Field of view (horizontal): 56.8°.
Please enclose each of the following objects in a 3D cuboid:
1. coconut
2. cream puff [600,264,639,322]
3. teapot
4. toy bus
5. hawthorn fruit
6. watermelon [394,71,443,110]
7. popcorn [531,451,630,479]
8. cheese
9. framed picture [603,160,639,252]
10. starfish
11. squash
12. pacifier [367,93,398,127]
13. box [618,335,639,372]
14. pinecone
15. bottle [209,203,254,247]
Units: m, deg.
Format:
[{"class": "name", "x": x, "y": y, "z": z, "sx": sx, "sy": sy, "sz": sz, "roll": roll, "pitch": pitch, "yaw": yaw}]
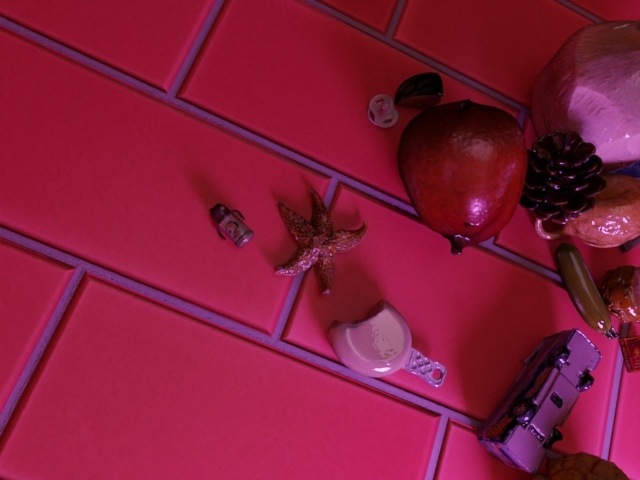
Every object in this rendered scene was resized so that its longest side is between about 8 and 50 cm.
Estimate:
[{"class": "coconut", "x": 0.697, "y": -0.343, "z": 1.396, "sx": 0.346, "sy": 0.360, "sz": 0.347, "roll": 4, "pitch": 75, "yaw": -14}, {"class": "cream puff", "x": 0.728, "y": 0.127, "z": 1.411, "sx": 0.126, "sy": 0.103, "sz": 0.144, "roll": 22, "pitch": 69, "yaw": -24}, {"class": "teapot", "x": 0.667, "y": -0.053, "z": 1.421, "sx": 0.311, "sy": 0.203, "sz": 0.167, "roll": -12, "pitch": 121, "yaw": 1}, {"class": "toy bus", "x": 0.466, "y": 0.332, "z": 1.260, "sx": 0.112, "sy": 0.138, "sz": 0.317, "roll": 47, "pitch": 66, "yaw": -5}, {"class": "hawthorn fruit", "x": 0.311, "y": -0.151, "z": 1.277, "sx": 0.295, "sy": 0.295, "sz": 0.312, "roll": -29, "pitch": 110, "yaw": -22}, {"class": "watermelon", "x": 0.257, "y": -0.358, "z": 1.432, "sx": 0.094, "sy": 0.125, "sz": 0.135, "roll": 57, "pitch": 44, "yaw": -27}, {"class": "popcorn", "x": 0.514, "y": 0.558, "z": 1.166, "sx": 0.270, "sy": 0.224, "sz": 0.258, "roll": -7, "pitch": 93, "yaw": -27}, {"class": "cheese", "x": 0.137, "y": 0.238, "z": 1.221, "sx": 0.163, "sy": 0.071, "sz": 0.249, "roll": -40, "pitch": 90, "yaw": -22}, {"class": "framed picture", "x": 0.848, "y": -0.133, "z": 1.562, "sx": 0.314, "sy": 0.024, "sz": 0.232, "roll": -26, "pitch": 85, "yaw": -20}, {"class": "starfish", "x": 0.000, "y": -0.001, "z": 1.263, "sx": 0.240, "sy": 0.043, "sz": 0.227, "roll": -21, "pitch": 82, "yaw": -23}, {"class": "squash", "x": 0.621, "y": 0.123, "z": 1.398, "sx": 0.066, "sy": 0.066, "sz": 0.252, "roll": -21, "pitch": 82, "yaw": -21}, {"class": "pacifier", "x": 0.144, "y": -0.305, "z": 1.379, "sx": 0.068, "sy": 0.064, "sz": 0.083, "roll": -19, "pitch": 80, "yaw": -3}, {"class": "box", "x": 0.751, "y": 0.272, "z": 1.419, "sx": 0.051, "sy": 0.023, "sz": 0.082, "roll": -5, "pitch": 77, "yaw": -19}, {"class": "pinecone", "x": 0.525, "y": -0.148, "z": 1.311, "sx": 0.207, "sy": 0.208, "sz": 0.208, "roll": 4, "pitch": 74, "yaw": -15}, {"class": "bottle", "x": -0.186, "y": -0.033, "z": 1.213, "sx": 0.063, "sy": 0.047, "sz": 0.101, "roll": -44, "pitch": 89, "yaw": -12}]
